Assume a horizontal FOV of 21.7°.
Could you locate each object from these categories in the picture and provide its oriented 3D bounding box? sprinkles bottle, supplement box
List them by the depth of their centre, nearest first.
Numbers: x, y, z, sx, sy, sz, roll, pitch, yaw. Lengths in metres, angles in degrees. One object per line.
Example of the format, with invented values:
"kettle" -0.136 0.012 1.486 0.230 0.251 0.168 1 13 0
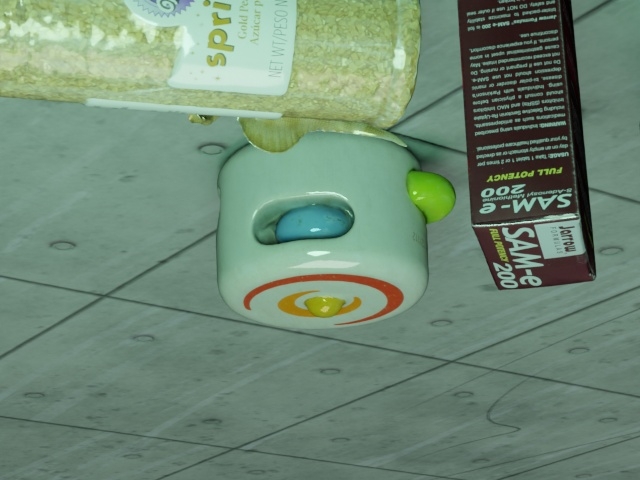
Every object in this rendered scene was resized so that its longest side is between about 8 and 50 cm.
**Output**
"supplement box" 0.137 -0.100 1.128 0.073 0.239 0.130 -7 158 12
"sprinkles bottle" -0.114 -0.147 1.148 0.355 0.121 0.121 3 158 -15

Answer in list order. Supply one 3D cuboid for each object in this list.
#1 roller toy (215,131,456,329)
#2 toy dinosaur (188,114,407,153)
"roller toy" 0.000 0.000 1.501 0.191 0.146 0.209 12 155 -31
"toy dinosaur" -0.028 -0.108 1.292 0.183 0.092 0.053 6 158 -21
